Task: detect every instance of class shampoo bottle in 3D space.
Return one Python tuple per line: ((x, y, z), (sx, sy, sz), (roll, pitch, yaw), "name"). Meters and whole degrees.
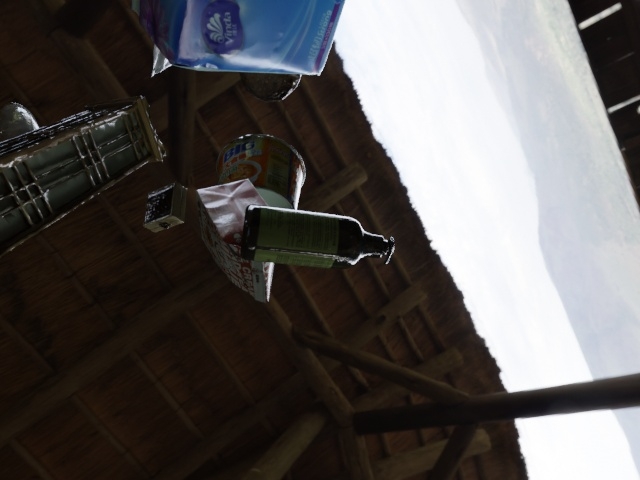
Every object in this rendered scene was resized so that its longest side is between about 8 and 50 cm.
((0.000, 0.000, 0.785), (0.283, 0.101, 0.101), (6, -126, -10), "shampoo bottle")

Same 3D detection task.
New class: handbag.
((-0.180, 0.000, 1.015), (0.151, 0.171, 0.298), (-17, -136, -24), "handbag")

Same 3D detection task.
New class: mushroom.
((-0.719, -0.248, 1.022), (0.103, 0.118, 0.270), (15, -136, -46), "mushroom")

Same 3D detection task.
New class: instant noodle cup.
((-0.185, -0.144, 1.314), (0.296, 0.296, 0.214), (41, -149, -38), "instant noodle cup")

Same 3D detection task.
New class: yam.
((-0.090, -0.381, 0.884), (0.131, 0.131, 0.280), (50, -159, -28), "yam")

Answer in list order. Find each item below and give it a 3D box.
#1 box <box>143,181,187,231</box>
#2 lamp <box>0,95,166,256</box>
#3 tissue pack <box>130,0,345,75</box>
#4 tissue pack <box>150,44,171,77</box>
((-0.309, -0.063, 0.850), (0.035, 0.079, 0.083), (39, -140, -53), "box")
((-0.285, -0.066, 0.436), (0.325, 0.089, 0.090), (-68, -28, -57), "lamp")
((-0.056, -0.309, 0.397), (0.198, 0.263, 0.146), (-14, -125, -36), "tissue pack")
((-0.266, -0.389, 0.804), (0.026, 0.122, 0.193), (25, -144, -7), "tissue pack")
